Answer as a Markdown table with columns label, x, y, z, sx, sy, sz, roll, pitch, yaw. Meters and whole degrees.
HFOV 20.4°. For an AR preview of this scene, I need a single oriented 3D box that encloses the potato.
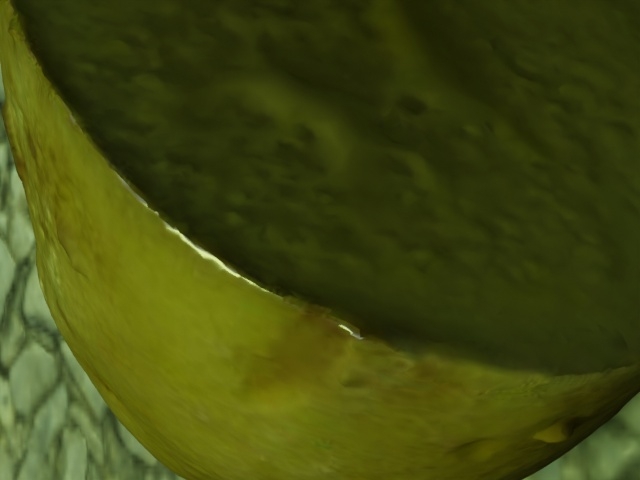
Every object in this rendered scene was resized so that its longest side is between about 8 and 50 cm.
| label | x | y | z | sx | sy | sz | roll | pitch | yaw |
| --- | --- | --- | --- | --- | --- | --- | --- | --- | --- |
| potato | 0.000 | 0.000 | 0.451 | 0.203 | 0.178 | 0.158 | 39 | 136 | 23 |
